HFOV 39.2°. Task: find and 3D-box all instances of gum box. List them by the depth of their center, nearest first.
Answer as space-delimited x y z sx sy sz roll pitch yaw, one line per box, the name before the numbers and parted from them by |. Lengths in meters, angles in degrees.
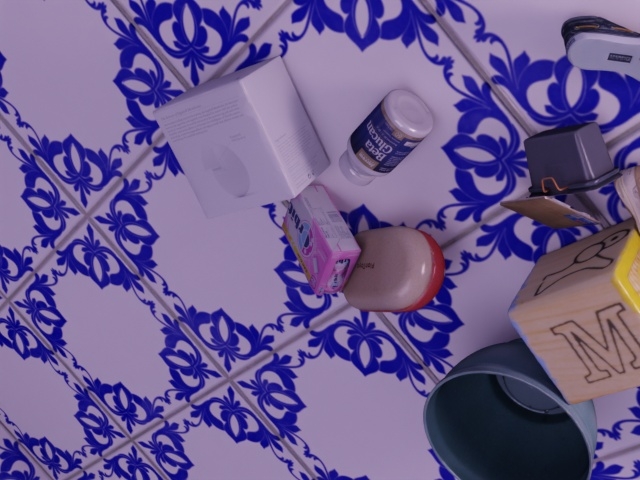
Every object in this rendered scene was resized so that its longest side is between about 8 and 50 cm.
gum box | 0.000 0.000 1.638 0.188 0.062 0.107 62 145 38

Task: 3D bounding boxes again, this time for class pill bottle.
pill bottle | 0.103 -0.166 1.504 0.094 0.094 0.169 45 133 0

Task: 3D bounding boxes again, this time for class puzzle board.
puzzle board | 0.359 -0.045 1.406 0.128 0.011 0.096 19 166 -30

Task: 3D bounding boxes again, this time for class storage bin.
storage bin | 0.366 -0.121 1.353 0.135 0.098 0.091 -5 107 56

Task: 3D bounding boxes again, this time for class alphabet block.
alphabet block | 0.444 0.109 1.400 0.197 0.192 0.193 -28 103 43

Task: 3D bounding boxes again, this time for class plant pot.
plant pot | 0.352 0.293 1.575 0.293 0.196 0.293 16 126 24

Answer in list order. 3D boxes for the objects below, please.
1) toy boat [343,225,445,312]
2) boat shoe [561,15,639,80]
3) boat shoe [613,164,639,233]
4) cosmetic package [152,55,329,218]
toy boat | 0.150 0.058 1.602 0.231 0.151 0.151 -6 76 62
boat shoe | 0.427 -0.270 1.252 0.183 0.083 0.065 11 130 -6
boat shoe | 0.507 -0.039 1.346 0.170 0.063 0.059 53 138 -7
cosmetic package | -0.142 -0.184 1.624 0.224 0.138 0.224 -11 114 38
